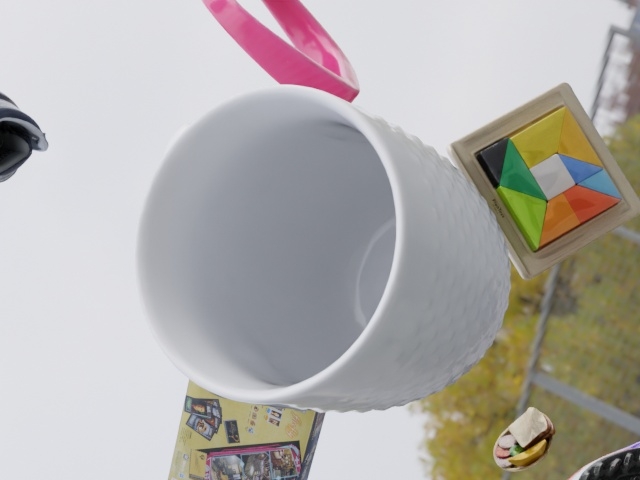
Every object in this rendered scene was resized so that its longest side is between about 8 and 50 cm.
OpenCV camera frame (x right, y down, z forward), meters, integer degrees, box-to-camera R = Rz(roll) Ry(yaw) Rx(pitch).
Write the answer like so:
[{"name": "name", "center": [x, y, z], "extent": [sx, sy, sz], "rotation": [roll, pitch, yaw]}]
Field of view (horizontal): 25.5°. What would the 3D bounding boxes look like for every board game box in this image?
[{"name": "board game box", "center": [-0.087, 0.232, 1.689], "extent": [0.042, 0.165, 0.243], "rotation": [-43, -28, -57]}]

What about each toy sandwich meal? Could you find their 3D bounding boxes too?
[{"name": "toy sandwich meal", "center": [0.243, 0.240, 1.704], "extent": [0.085, 0.085, 0.029], "rotation": [-54, -52, -26]}]

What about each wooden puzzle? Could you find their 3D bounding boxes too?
[{"name": "wooden puzzle", "center": [0.322, -0.089, 1.994], "extent": [0.238, 0.221, 0.044], "rotation": [-29, -5, -23]}]

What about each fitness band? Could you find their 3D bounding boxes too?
[{"name": "fitness band", "center": [-0.043, -0.231, 1.540], "extent": [0.054, 0.209, 0.291], "rotation": [-44, 15, 13]}]

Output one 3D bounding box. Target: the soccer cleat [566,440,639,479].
[{"name": "soccer cleat", "center": [0.368, 0.244, 1.467], "extent": [0.318, 0.109, 0.116], "rotation": [-15, -16, -26]}]

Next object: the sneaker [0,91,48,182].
[{"name": "sneaker", "center": [-0.345, -0.094, 1.473], "extent": [0.099, 0.153, 0.282], "rotation": [-44, -19, -11]}]

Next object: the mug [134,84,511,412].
[{"name": "mug", "center": [0.000, 0.000, 1.355], "extent": [0.276, 0.374, 0.328], "rotation": [-58, -31, 9]}]
